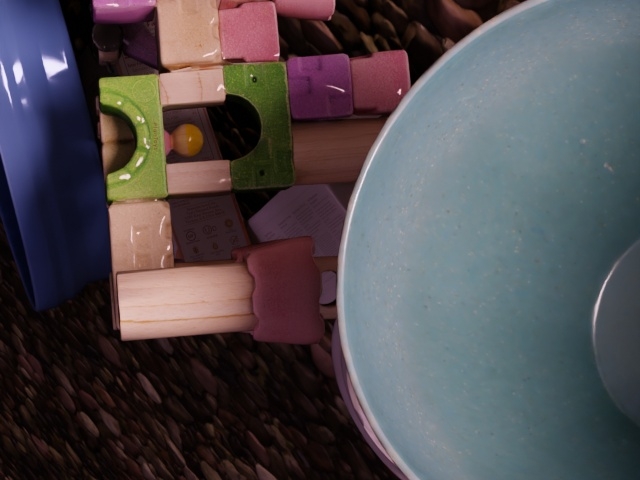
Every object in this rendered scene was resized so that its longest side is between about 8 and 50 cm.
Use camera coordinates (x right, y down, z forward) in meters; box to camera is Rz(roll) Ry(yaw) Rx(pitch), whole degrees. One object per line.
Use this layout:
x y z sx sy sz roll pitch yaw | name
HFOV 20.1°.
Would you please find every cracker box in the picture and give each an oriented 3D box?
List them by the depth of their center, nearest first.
-0.136 -0.054 1.485 0.155 0.067 0.232 -38 69 65 | cracker box

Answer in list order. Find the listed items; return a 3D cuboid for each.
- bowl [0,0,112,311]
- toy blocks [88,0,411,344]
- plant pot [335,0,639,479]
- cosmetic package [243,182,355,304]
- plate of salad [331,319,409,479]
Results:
-0.253 -0.139 1.485 0.391 0.077 0.391 164 90 -78 | bowl
-0.017 -0.074 1.205 0.309 0.260 0.289 153 112 -82 | toy blocks
0.180 0.031 0.952 0.290 0.290 0.195 37 -175 31 | plant pot
0.000 0.000 1.407 0.099 0.060 0.239 53 155 -1 | cosmetic package
0.087 0.125 1.435 0.200 0.048 0.200 30 136 34 | plate of salad
